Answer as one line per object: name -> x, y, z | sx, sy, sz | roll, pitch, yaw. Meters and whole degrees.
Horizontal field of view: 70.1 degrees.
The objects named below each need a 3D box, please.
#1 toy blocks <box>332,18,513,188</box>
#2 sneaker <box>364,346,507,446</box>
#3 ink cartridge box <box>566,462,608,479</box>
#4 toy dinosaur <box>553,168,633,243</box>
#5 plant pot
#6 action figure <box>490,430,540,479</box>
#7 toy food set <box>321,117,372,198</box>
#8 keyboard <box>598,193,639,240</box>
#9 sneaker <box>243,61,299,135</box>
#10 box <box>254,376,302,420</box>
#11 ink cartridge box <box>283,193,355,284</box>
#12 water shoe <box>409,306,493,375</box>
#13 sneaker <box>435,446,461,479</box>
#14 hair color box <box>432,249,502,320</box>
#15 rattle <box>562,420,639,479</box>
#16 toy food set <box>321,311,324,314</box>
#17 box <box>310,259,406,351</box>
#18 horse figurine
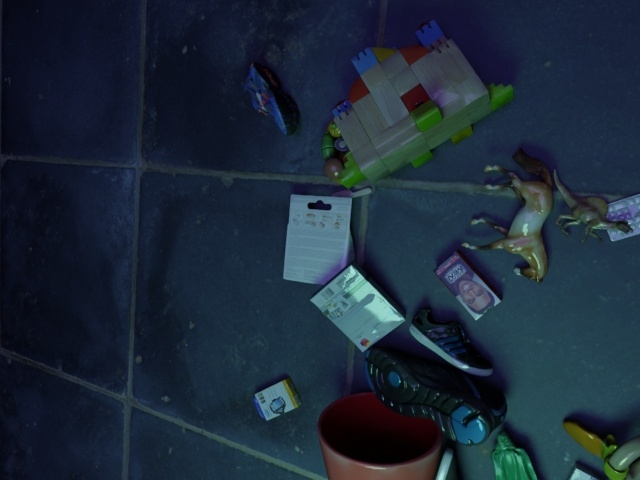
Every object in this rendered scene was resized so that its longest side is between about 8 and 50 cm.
toy blocks -> 0.168, -0.314, 0.987 | 0.381, 0.191, 0.261 | -31, 70, 16
sneaker -> 0.245, 0.334, 1.028 | 0.341, 0.140, 0.125 | 21, 113, 44
ink cartridge box -> 0.532, 0.524, 0.934 | 0.063, 0.029, 0.115 | 23, 103, 24
toy dinosaur -> 0.514, -0.053, 0.904 | 0.092, 0.053, 0.183 | -49, 61, 10
plant pot -> 0.133, 0.518, 1.029 | 0.275, 0.275, 0.243 | 4, 105, 27
action figure -> 0.421, 0.520, 0.973 | 0.137, 0.063, 0.232 | -17, 90, 29
toy food set -> 0.056, -0.205, 1.110 | 0.128, 0.071, 0.218 | -4, 92, 28
keyboard -> 0.663, -0.073, 0.836 | 0.256, 0.014, 0.072 | -21, 84, 27
sneaker -> -0.130, -0.361, 1.202 | 0.087, 0.083, 0.221 | -43, 69, 37
box -> -0.124, 0.444, 1.271 | 0.136, 0.028, 0.081 | -32, 79, 28
ink cartridge box -> 0.000, 0.000, 1.168 | 0.181, 0.056, 0.224 | 6, 91, 27
water shoe -> 0.295, 0.222, 1.014 | 0.203, 0.073, 0.080 | 29, 104, 22
sneaker -> 0.323, 0.606, 1.013 | 0.147, 0.104, 0.295 | 6, 102, 25
hair color box -> 0.324, 0.097, 1.006 | 0.072, 0.043, 0.141 | -46, 74, 21
rattle -> 0.612, 0.369, 0.884 | 0.200, 0.143, 0.130 | -44, 106, 7
toy food set -> 0.032, 0.163, 1.175 | 0.083, 0.020, 0.082 | -28, 81, 26
box -> 0.090, 0.160, 1.100 | 0.186, 0.038, 0.145 | 45, 113, -4
horse figurine -> 0.407, -0.056, 0.942 | 0.174, 0.066, 0.263 | 21, 105, 30
